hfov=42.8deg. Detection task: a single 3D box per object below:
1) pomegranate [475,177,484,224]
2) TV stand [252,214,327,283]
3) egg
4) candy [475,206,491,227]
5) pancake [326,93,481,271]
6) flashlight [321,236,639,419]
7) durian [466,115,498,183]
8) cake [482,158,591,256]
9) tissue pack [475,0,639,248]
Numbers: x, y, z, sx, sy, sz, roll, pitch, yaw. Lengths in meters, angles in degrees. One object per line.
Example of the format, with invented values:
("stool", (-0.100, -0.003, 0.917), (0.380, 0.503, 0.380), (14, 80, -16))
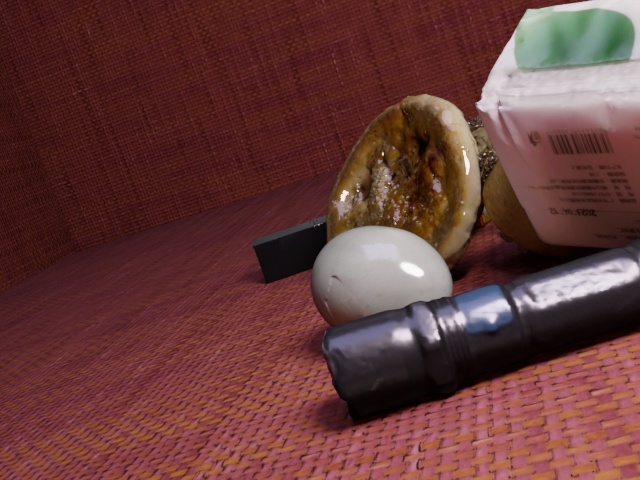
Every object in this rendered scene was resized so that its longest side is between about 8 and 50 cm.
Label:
("pomegranate", (0.191, -0.101, 1.438), (0.214, 0.214, 0.248), (-21, -27, -14))
("TV stand", (0.000, 0.000, 1.695), (0.269, 0.088, 0.083), (-20, 10, -2))
("egg", (0.078, 0.057, 1.044), (0.151, 0.151, 0.209), (-25, 17, -34))
("candy", (0.303, -0.056, 1.575), (0.062, 0.038, 0.122), (-12, 12, 36))
("pancake", (0.122, -0.076, 1.317), (0.065, 0.356, 0.356), (19, -13, -32))
("flashlight", (0.210, 0.077, 0.843), (0.423, 0.103, 0.103), (-18, 10, 1))
("durian", (0.372, -0.176, 1.769), (0.166, 0.196, 0.196), (-3, 16, 26))
("cake", (0.334, -0.060, 1.189), (0.208, 0.185, 0.178), (-47, -15, -24))
("tissue pack", (0.384, -0.123, 0.894), (0.356, 0.266, 0.194), (5, 51, 44))
